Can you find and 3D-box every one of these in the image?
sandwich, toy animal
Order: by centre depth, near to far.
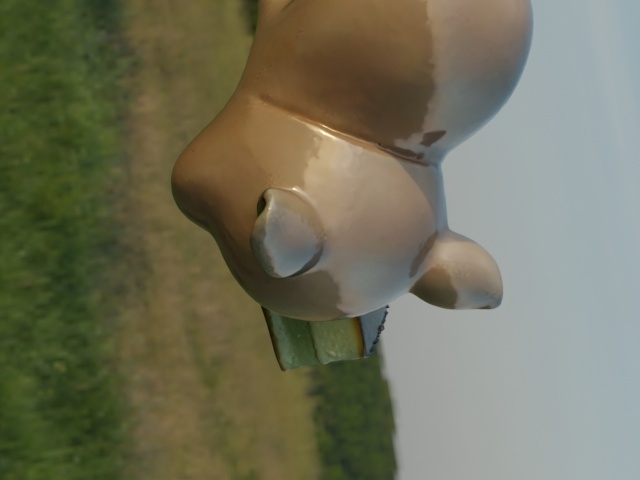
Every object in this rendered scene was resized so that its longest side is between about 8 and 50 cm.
[{"bbox_3d":[0.033,-0.089,1.256,0.326,0.237,0.269,-43,-134,34],"label":"toy animal"},{"bbox_3d":[0.000,0.000,1.652,0.220,0.108,0.186,-67,145,-66],"label":"sandwich"}]
